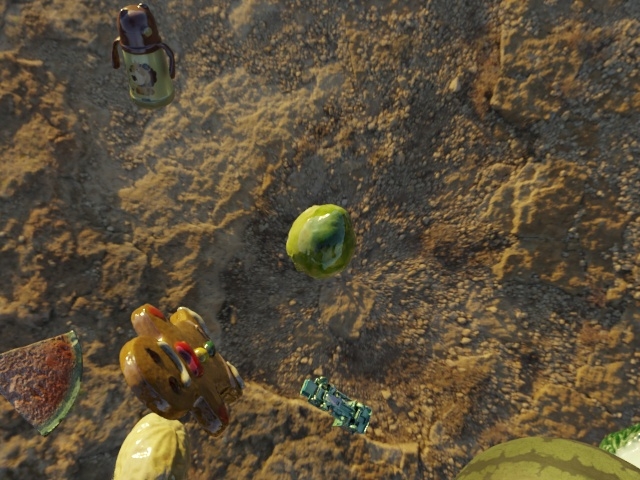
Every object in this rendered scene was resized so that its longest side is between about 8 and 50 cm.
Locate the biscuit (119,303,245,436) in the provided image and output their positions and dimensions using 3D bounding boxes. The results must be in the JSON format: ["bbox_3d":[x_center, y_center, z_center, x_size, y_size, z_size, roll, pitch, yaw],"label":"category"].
[{"bbox_3d":[-0.250,0.235,0.944,0.064,0.432,0.283,-37,81,-3],"label":"biscuit"}]

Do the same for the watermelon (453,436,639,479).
[{"bbox_3d":[0.194,0.264,0.379,0.211,0.212,0.212,0,85,3],"label":"watermelon"}]

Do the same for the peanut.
[{"bbox_3d":[-0.345,0.502,0.964,0.152,0.152,0.313,9,54,4],"label":"peanut"}]

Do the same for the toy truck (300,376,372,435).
[{"bbox_3d":[0.026,0.378,1.120,0.175,0.081,0.067,35,54,-12],"label":"toy truck"}]

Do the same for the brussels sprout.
[{"bbox_3d":[0.001,0.003,0.992,0.149,0.122,0.152,-21,89,5],"label":"brussels sprout"}]

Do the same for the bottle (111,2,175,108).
[{"bbox_3d":[-0.182,-0.187,0.499,0.063,0.101,0.047,-11,51,-12],"label":"bottle"}]

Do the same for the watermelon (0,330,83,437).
[{"bbox_3d":[-0.544,0.272,0.973,0.136,0.202,0.208,9,66,11],"label":"watermelon"}]

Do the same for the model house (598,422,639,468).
[{"bbox_3d":[0.444,0.294,0.513,0.253,0.291,0.185,-34,76,28],"label":"model house"}]
